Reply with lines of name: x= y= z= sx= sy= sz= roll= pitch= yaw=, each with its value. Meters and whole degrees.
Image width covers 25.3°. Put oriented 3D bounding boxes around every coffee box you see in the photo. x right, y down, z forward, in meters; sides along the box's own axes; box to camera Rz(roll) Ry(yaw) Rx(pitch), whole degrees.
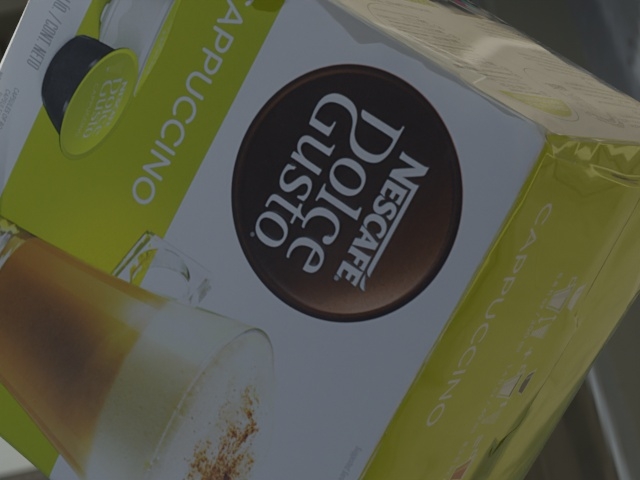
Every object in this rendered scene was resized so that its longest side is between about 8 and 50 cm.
coffee box: x=0.000 y=0.000 z=0.936 sx=0.334 sy=0.337 sz=0.338 roll=35 pitch=-162 yaw=24
